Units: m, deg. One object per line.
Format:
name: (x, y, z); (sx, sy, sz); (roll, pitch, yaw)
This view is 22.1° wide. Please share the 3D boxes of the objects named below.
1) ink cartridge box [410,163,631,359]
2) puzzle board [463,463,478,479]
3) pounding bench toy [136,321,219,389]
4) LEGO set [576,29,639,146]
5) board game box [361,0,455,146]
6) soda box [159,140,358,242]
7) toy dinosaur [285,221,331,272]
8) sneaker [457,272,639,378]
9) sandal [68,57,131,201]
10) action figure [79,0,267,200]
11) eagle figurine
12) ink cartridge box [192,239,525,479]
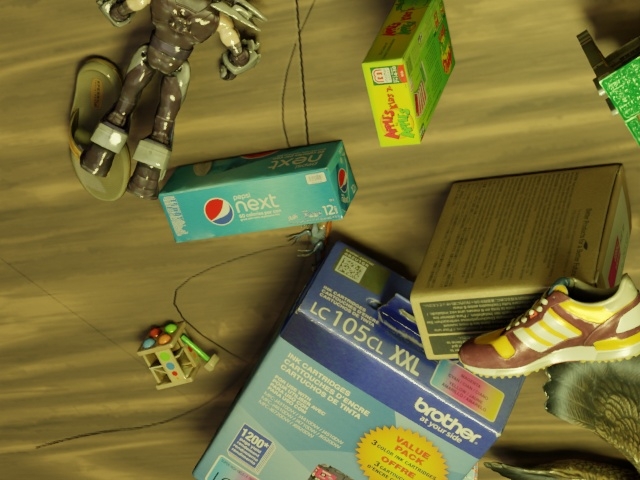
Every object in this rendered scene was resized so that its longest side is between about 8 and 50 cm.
ink cartridge box: (0.214, 0.021, 1.711); (0.193, 0.235, 0.088); (-4, 120, 21)
puzzle board: (0.132, 0.256, 2.021); (0.128, 0.011, 0.096); (7, 123, 12)
pounding bench toy: (-0.172, 0.135, 2.014); (0.083, 0.052, 0.065); (-15, 115, 25)
LEGO set: (0.405, -0.166, 1.576); (0.331, 0.192, 0.255); (-40, 106, 16)
board game box: (0.091, -0.178, 1.655); (0.043, 0.181, 0.092); (-3, 120, 19)
soda box: (-0.071, -0.055, 1.851); (0.210, 0.071, 0.067); (-7, 118, 21)
toy dinosaur: (0.000, 0.000, 1.885); (0.090, 0.047, 0.082); (-17, 134, 15)
sneaker: (0.217, 0.075, 1.566); (0.185, 0.069, 0.084); (-11, 110, 15)
sandal: (-0.258, -0.121, 1.881); (0.072, 0.049, 0.180); (11, 124, 11)
action figure: (-0.171, -0.193, 1.775); (0.185, 0.099, 0.285); (27, 107, 3)
eagle figurine: (0.367, 0.267, 1.877); (0.226, 0.225, 0.298); (-46, 65, -5)
ink cartridge box: (0.055, 0.186, 1.892); (0.270, 0.151, 0.395); (31, 129, 0)
